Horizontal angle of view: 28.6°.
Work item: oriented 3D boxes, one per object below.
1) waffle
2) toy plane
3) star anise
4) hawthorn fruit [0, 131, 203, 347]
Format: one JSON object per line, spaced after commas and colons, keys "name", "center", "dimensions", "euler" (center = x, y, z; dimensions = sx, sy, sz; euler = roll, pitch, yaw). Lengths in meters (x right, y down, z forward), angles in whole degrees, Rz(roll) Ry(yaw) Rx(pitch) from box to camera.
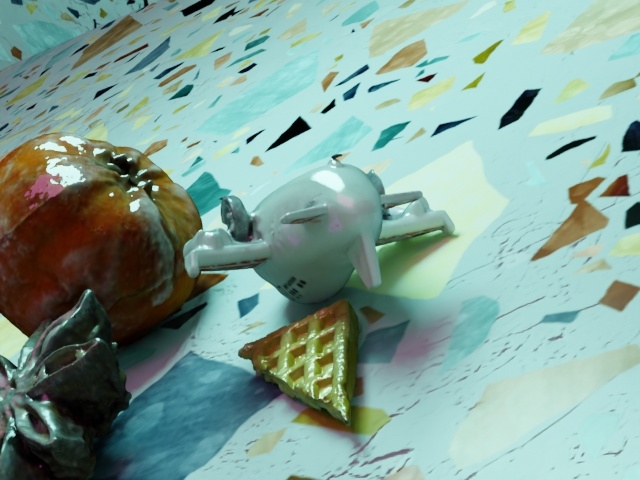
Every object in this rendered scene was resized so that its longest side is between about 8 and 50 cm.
{"name": "waffle", "center": [-0.024, 0.121, 1.026], "dimensions": [0.125, 0.032, 0.191], "euler": [-23, 21, 15]}
{"name": "toy plane", "center": [-0.001, -0.004, 1.123], "dimensions": [0.252, 0.118, 0.252], "euler": [-11, -4, -1]}
{"name": "star anise", "center": [-0.256, 0.164, 1.151], "dimensions": [0.223, 0.109, 0.236], "euler": [-13, 43, 46]}
{"name": "hawthorn fruit", "center": [-0.262, 0.029, 1.331], "dimensions": [0.271, 0.242, 0.242], "euler": [-53, 15, 19]}
